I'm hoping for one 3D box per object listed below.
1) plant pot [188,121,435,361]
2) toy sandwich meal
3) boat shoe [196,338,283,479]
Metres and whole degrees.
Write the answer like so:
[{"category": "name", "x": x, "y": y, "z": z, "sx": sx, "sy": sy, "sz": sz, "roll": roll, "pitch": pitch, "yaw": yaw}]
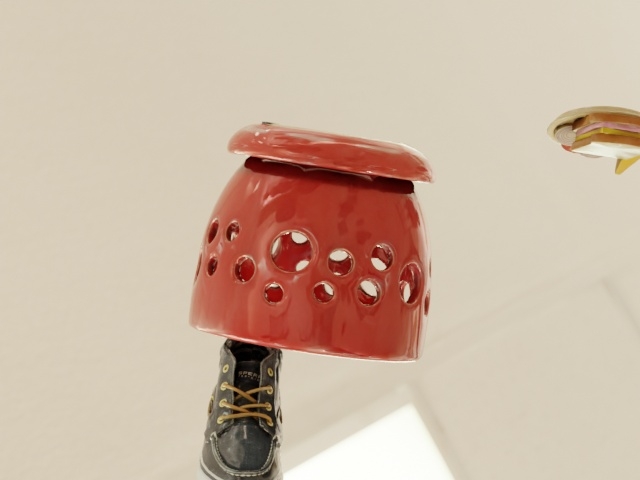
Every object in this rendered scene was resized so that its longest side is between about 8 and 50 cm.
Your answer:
[{"category": "plant pot", "x": 0.000, "y": 0.000, "z": 1.487, "sx": 0.191, "sy": 0.191, "sz": 0.174, "roll": 4, "pitch": -84, "yaw": -54}, {"category": "toy sandwich meal", "x": 0.193, "y": -0.066, "z": 1.262, "sx": 0.086, "sy": 0.086, "sz": 0.029, "roll": 22, "pitch": -114, "yaw": -45}, {"category": "boat shoe", "x": -0.060, "y": 0.133, "z": 1.429, "sx": 0.065, "sy": 0.083, "sz": 0.183, "roll": 4, "pitch": -162, "yaw": -6}]
